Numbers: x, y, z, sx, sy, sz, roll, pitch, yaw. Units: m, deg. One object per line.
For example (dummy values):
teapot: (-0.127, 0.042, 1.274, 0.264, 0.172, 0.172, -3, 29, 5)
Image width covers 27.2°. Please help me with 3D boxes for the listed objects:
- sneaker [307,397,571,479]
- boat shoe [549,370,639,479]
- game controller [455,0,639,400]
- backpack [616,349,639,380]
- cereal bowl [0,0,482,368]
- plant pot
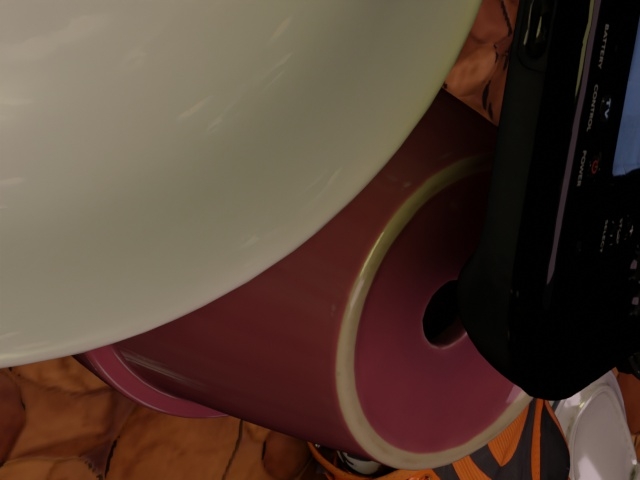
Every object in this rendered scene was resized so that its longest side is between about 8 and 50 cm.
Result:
sneaker: (0.008, 0.162, 0.687, 0.321, 0.125, 0.180, -42, 127, -33)
boat shoe: (0.188, 0.182, 0.859, 0.095, 0.084, 0.258, -34, 127, -25)
game controller: (0.106, -0.111, 0.409, 0.166, 0.067, 0.319, -23, 123, -69)
backpack: (0.223, -0.029, 0.749, 0.188, 0.144, 0.165, -26, 125, -2)
cereal bowl: (-0.121, -0.126, 0.379, 0.339, 0.141, 0.339, -8, 130, -10)
plant pot: (0.000, 0.000, 0.551, 0.201, 0.180, 0.201, -19, 120, -35)
